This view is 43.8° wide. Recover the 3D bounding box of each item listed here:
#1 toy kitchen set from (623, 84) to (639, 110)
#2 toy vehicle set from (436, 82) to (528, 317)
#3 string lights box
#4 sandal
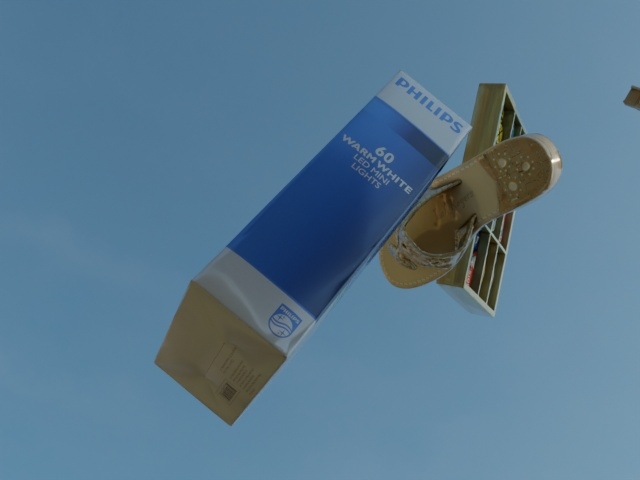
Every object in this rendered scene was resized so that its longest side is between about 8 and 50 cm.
[{"bbox_3d":[0.561,-0.259,1.347,0.075,0.083,0.068,27,-86,-51],"label":"toy kitchen set"},{"bbox_3d":[0.217,-0.047,1.038,0.035,0.267,0.166,8,-13,27],"label":"toy vehicle set"},{"bbox_3d":[0.000,0.000,0.585,0.076,0.260,0.133,39,-37,3],"label":"string lights box"},{"bbox_3d":[0.109,-0.020,0.742,0.240,0.079,0.088,-39,-105,43],"label":"sandal"}]
